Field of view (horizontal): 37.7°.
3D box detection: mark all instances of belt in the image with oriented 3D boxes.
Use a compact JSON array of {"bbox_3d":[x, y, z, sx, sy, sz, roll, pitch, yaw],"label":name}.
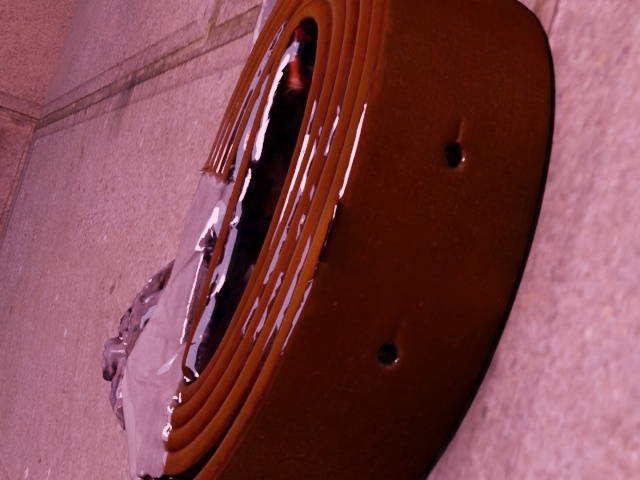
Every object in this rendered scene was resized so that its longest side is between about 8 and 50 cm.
[{"bbox_3d":[0.000,0.000,0.526,0.217,0.122,0.339,19,90,64],"label":"belt"}]

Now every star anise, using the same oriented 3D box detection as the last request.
[{"bbox_3d":[-0.154,0.096,0.847,0.204,0.061,0.181,27,98,66],"label":"star anise"}]

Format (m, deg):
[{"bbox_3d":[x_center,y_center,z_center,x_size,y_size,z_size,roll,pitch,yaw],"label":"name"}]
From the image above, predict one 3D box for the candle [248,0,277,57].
[{"bbox_3d":[0.009,-0.196,0.709,0.168,0.068,0.192,-29,52,54],"label":"candle"}]
